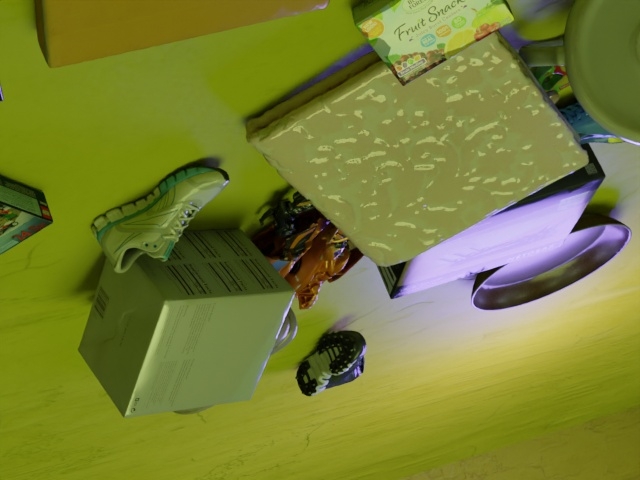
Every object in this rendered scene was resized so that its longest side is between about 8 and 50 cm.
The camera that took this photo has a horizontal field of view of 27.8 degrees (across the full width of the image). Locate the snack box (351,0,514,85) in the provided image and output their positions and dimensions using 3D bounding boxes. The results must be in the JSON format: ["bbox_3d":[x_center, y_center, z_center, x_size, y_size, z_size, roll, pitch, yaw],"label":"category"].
[{"bbox_3d":[0.119,-0.239,1.366,0.141,0.037,0.100,-30,127,18],"label":"snack box"}]

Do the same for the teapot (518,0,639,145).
[{"bbox_3d":[0.401,-0.228,1.502,0.252,0.256,0.187,-50,175,19],"label":"teapot"}]

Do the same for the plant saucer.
[{"bbox_3d":[0.404,0.033,2.313,0.310,0.050,0.311,-18,158,-8],"label":"plant saucer"}]

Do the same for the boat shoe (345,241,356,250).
[{"bbox_3d":[0.074,-0.004,1.913,0.050,0.045,0.135,-12,156,-24],"label":"boat shoe"}]

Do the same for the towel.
[{"bbox_3d":[0.123,-0.118,1.567,0.317,0.053,0.332,-29,138,17],"label":"towel"}]

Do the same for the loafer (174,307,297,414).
[{"bbox_3d":[-0.161,0.180,2.059,0.268,0.102,0.092,-40,152,17],"label":"loafer"}]

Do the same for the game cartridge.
[{"bbox_3d":[-0.106,-0.283,1.095,0.285,0.053,0.324,-15,155,-17],"label":"game cartridge"}]

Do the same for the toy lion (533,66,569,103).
[{"bbox_3d":[0.317,-0.224,1.659,0.100,0.034,0.096,-26,151,11],"label":"toy lion"}]

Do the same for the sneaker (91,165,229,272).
[{"bbox_3d":[-0.185,-0.021,1.577,0.190,0.083,0.071,-31,155,16],"label":"sneaker"}]

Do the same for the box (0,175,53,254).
[{"bbox_3d":[-0.437,0.000,1.433,0.233,0.044,0.159,-30,158,17],"label":"box"}]

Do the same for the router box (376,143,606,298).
[{"bbox_3d":[0.251,-0.032,1.969,0.308,0.081,0.243,-17,158,-14],"label":"router box"}]

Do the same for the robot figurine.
[{"bbox_3d":[0.000,0.000,1.798,0.211,0.085,0.291,-5,153,-39],"label":"robot figurine"}]

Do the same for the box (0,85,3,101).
[{"bbox_3d":[-0.294,-0.222,0.864,0.103,0.184,0.261,-19,158,-15],"label":"box"}]

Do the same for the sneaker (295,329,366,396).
[{"bbox_3d":[0.042,0.212,2.353,0.106,0.078,0.234,-13,160,-30],"label":"sneaker"}]

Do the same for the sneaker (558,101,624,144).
[{"bbox_3d":[0.355,-0.171,1.782,0.209,0.069,0.082,-12,140,-22],"label":"sneaker"}]

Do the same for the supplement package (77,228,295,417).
[{"bbox_3d":[-0.179,0.104,1.706,0.203,0.149,0.194,-3,127,-39],"label":"supplement package"}]
